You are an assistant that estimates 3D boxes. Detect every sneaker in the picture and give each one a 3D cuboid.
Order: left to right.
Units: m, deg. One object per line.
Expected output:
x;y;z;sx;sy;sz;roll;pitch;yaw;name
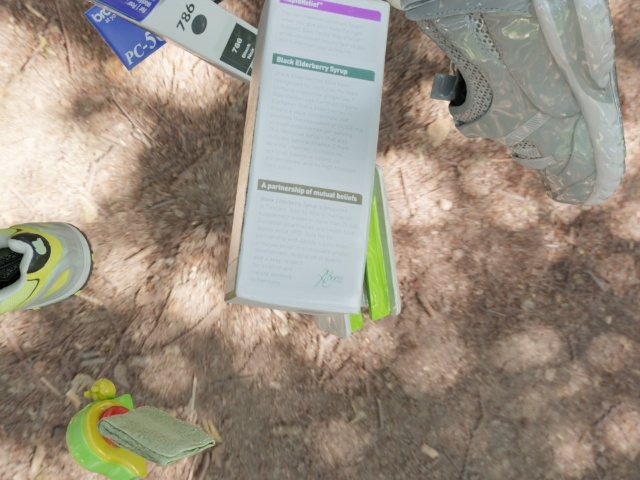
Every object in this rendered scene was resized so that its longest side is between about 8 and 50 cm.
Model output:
-0.496;0.060;1.092;0.384;0.147;0.145;-24;81;4;sneaker
0.131;-0.105;0.546;0.115;0.281;0.105;-7;64;20;sneaker

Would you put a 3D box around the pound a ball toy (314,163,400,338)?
0.000;0.000;1.403;0.208;0.135;0.319;-21;111;-32;pound a ball toy

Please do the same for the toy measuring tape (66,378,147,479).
-0.344;0.376;1.364;0.121;0.121;0.330;-14;62;-6;toy measuring tape

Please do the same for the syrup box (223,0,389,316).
-0.011;-0.065;0.646;0.096;0.093;0.237;9;81;-11;syrup box

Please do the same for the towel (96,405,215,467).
-0.235;0.277;1.207;0.148;0.110;0.027;16;104;32;towel

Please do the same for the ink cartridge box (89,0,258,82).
-0.153;-0.246;0.951;0.165;0.332;0.065;31;99;33;ink cartridge box

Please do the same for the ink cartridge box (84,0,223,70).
-0.214;-0.336;1.168;0.207;0.046;0.097;-37;110;1;ink cartridge box

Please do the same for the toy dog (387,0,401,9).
0.111;-0.479;1.028;0.408;0.284;0.396;-5;76;-47;toy dog
